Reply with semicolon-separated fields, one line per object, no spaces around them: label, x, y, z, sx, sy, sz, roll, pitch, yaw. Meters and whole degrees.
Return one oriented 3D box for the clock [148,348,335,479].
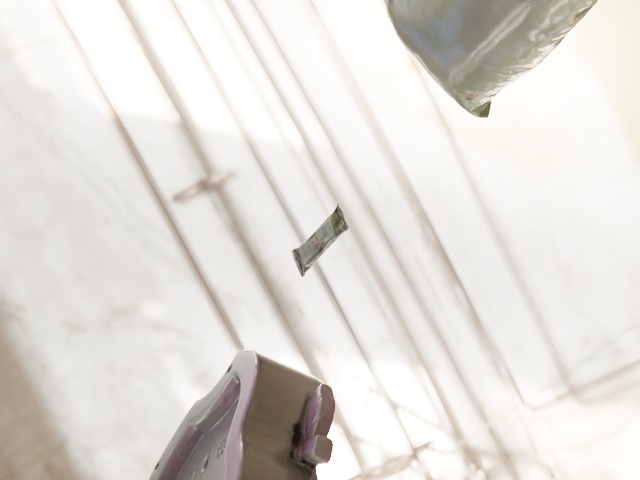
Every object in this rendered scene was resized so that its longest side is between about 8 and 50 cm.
clock;-0.104;0.290;1.648;0.102;0.338;0.338;28;-151;-17

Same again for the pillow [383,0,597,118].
pillow;0.134;-0.198;1.134;0.144;0.078;0.254;60;153;8

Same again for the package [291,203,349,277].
package;0.000;0.000;1.726;0.015;0.110;0.037;-2;-120;-39
